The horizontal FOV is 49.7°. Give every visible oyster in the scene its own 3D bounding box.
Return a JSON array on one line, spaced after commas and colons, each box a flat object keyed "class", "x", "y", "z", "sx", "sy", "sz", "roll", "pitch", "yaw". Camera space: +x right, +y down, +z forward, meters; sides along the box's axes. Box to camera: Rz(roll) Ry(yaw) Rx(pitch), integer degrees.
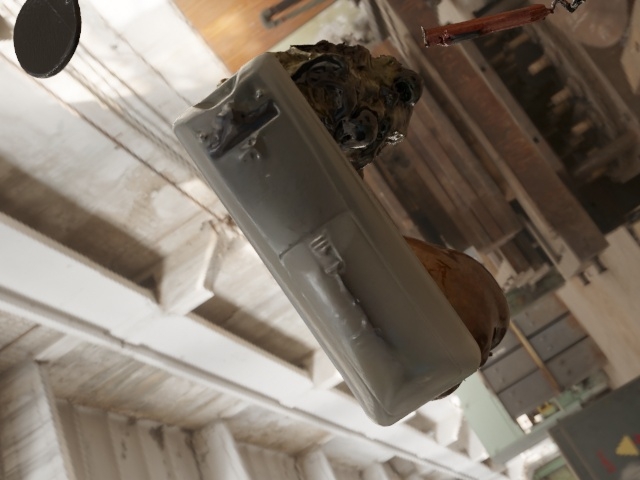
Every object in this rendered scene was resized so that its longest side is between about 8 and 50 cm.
[{"class": "oyster", "x": 0.016, "y": -0.221, "z": 1.066, "sx": 0.361, "sy": 0.221, "sz": 0.096, "roll": 18, "pitch": 180, "yaw": -39}]

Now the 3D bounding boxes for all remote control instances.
[{"class": "remote control", "x": 0.000, "y": 0.000, "z": 0.559, "sx": 0.313, "sy": 0.109, "sz": 0.055, "roll": 55, "pitch": -169, "yaw": 3}]

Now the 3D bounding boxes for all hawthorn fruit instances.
[{"class": "hawthorn fruit", "x": 0.119, "y": 0.086, "z": 0.927, "sx": 0.248, "sy": 0.208, "sz": 0.208, "roll": 41, "pitch": -177, "yaw": 15}]

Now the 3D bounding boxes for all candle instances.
[{"class": "candle", "x": 0.191, "y": -0.227, "z": 0.718, "sx": 0.021, "sy": 0.168, "sz": 0.026, "roll": 71, "pitch": -170, "yaw": -51}]

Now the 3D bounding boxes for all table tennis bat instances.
[{"class": "table tennis bat", "x": -0.423, "y": -0.369, "z": 1.117, "sx": 0.150, "sy": 0.236, "sz": 0.027, "roll": 50, "pitch": -161, "yaw": 19}]
